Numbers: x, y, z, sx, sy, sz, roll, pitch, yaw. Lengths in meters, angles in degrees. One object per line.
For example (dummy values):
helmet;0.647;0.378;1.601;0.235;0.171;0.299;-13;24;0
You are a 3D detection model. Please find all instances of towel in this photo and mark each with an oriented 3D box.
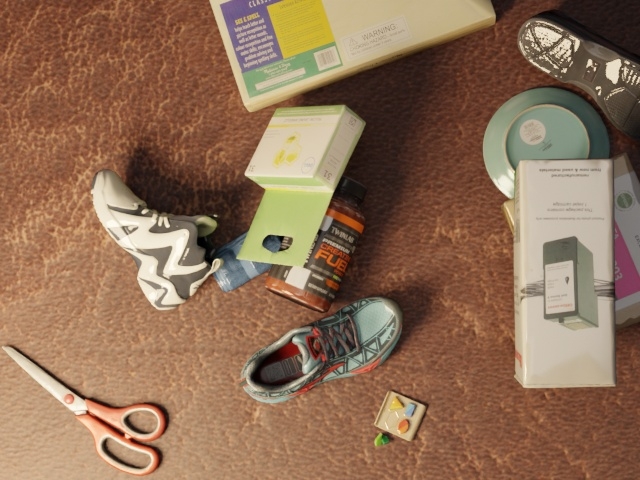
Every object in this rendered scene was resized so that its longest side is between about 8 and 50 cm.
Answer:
towel;-0.109;0.024;1.892;0.119;0.029;0.067;-30;80;1

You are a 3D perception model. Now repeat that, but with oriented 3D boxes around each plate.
plate;0.337;-0.139;1.868;0.188;0.024;0.188;-1;83;7

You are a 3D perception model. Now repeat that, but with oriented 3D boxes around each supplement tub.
supplement tub;0.000;0.000;1.845;0.106;0.106;0.198;22;85;9

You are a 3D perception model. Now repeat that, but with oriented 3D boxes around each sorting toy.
sorting toy;0.112;0.270;1.839;0.062;0.012;0.083;23;85;9

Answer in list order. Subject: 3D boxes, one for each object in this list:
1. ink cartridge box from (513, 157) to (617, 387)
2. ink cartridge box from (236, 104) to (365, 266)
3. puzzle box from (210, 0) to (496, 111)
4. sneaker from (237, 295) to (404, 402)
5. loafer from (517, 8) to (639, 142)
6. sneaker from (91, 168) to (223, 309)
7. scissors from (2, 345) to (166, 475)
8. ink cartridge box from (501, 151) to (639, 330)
ink cartridge box;0.319;0.044;1.653;0.121;0.211;0.289;-1;89;6
ink cartridge box;-0.045;-0.083;1.822;0.171;0.056;0.235;6;66;52
puzzle box;0.033;-0.391;1.925;0.408;0.052;0.272;-19;80;4
sneaker;0.004;0.163;1.810;0.261;0.125;0.104;-29;80;2
loafer;0.435;-0.247;1.837;0.302;0.109;0.095;36;44;9
sneaker;-0.230;-0.029;1.866;0.153;0.094;0.235;-31;80;14
scissors;-0.370;0.259;1.892;0.297;0.021;0.109;21;87;8
ink cartridge box;0.392;0.016;1.796;0.193;0.088;0.235;-24;85;4
